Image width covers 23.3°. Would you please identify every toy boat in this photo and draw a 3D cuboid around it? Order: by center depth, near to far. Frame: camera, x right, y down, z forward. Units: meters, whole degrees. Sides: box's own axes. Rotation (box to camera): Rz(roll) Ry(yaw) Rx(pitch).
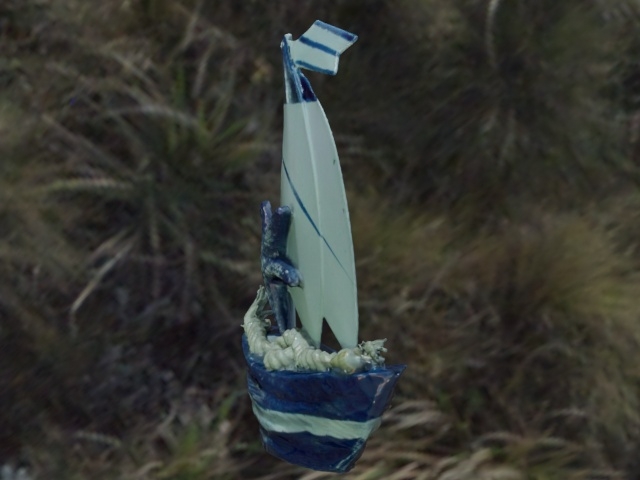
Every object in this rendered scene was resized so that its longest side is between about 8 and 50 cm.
[{"bbox_3d":[-0.011,0.014,1.035,0.070,0.210,0.292,-1,71,-25],"label":"toy boat"}]
